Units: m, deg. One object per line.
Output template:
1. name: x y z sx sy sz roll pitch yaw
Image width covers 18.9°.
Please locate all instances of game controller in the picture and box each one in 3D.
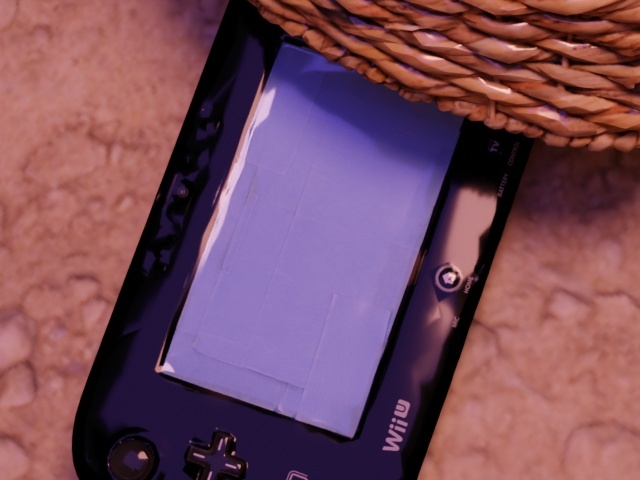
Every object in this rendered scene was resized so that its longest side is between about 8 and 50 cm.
1. game controller: 0.000 0.000 0.934 0.166 0.067 0.319 17 81 19

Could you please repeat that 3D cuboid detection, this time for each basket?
1. basket: 0.073 -0.206 0.848 0.299 0.223 0.213 30 50 20
